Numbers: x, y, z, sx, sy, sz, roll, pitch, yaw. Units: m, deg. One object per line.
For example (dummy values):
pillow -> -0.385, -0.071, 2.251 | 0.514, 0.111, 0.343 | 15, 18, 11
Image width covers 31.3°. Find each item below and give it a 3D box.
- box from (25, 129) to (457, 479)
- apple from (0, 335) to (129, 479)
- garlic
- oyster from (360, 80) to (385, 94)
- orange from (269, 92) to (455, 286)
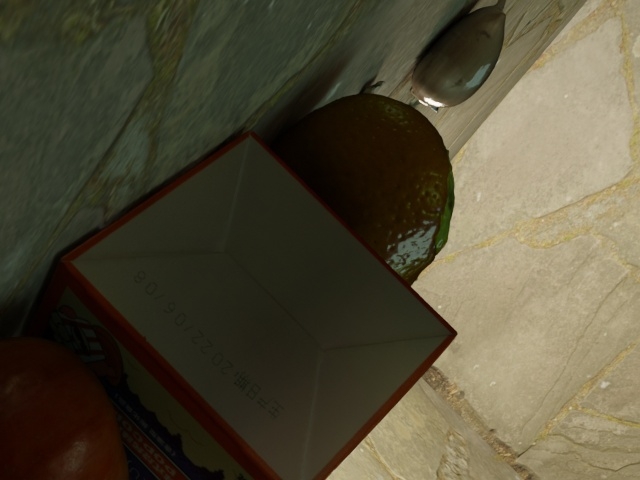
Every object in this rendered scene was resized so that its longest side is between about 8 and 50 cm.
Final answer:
box -> -0.100, 0.125, 1.298 | 0.318, 0.348, 0.257 | -42, 173, -39
apple -> -0.301, 0.222, 1.120 | 0.241, 0.242, 0.242 | -42, 173, -39
garlic -> 0.246, -0.322, 1.874 | 0.266, 0.148, 0.128 | -43, 138, 18
oyster -> 0.072, -0.208, 1.721 | 0.051, 0.034, 0.093 | -60, 172, -35
orange -> 0.015, -0.033, 1.489 | 0.196, 0.262, 0.334 | 1, 146, -33
